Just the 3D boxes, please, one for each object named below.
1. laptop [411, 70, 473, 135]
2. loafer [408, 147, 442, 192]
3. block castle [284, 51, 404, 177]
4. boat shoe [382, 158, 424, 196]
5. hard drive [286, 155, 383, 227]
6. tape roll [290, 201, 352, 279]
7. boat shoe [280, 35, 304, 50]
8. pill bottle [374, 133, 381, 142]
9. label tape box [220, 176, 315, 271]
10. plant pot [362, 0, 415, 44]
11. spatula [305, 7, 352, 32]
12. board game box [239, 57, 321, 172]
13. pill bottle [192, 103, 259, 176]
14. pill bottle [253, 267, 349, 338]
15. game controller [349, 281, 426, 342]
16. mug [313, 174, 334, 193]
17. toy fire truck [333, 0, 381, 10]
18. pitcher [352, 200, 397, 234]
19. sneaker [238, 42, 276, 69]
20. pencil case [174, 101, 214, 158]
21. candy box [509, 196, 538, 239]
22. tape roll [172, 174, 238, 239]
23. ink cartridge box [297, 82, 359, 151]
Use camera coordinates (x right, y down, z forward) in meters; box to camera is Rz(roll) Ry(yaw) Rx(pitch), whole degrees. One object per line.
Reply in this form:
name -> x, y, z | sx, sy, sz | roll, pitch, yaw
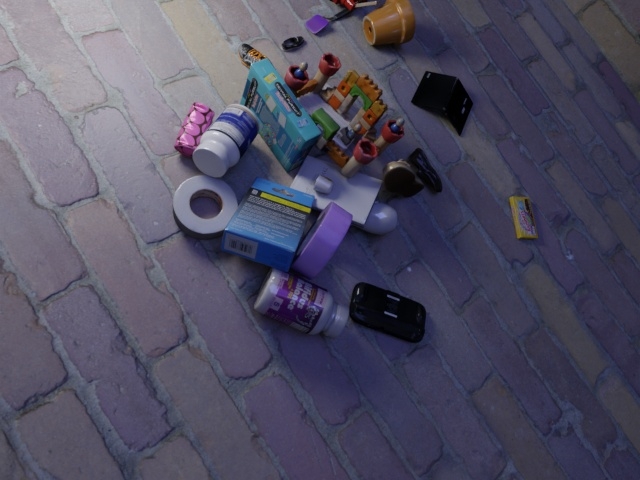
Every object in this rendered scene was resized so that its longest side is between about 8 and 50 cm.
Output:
laptop -> 0.595, -0.666, 2.084 | 0.264, 0.137, 0.234 | 43, 62, -31
loafer -> 0.458, -0.297, 1.892 | 0.078, 0.080, 0.220 | -31, 86, 7
block castle -> 0.090, -0.497, 1.644 | 0.453, 0.213, 0.303 | 47, 50, 3
boat shoe -> 0.317, -0.262, 1.729 | 0.341, 0.122, 0.110 | 16, 48, -63
hard drive -> 0.055, -0.194, 1.661 | 0.319, 0.040, 0.210 | 21, 66, 10
tape roll -> 0.000, 0.000, 1.510 | 0.090, 0.275, 0.274 | 34, 65, -8
boat shoe -> -0.118, -0.865, 1.874 | 0.125, 0.038, 0.046 | -31, 86, -25
pill bottle -> 0.248, -0.422, 1.863 | 0.043, 0.043, 0.083 | 38, 64, -5
label tape box -> -0.173, -0.065, 1.519 | 0.241, 0.106, 0.333 | 19, 40, -1
plant pot -> 0.306, -1.001, 1.997 | 0.188, 0.205, 0.205 | -24, 82, -9
spatula -> 0.054, -1.036, 1.994 | 0.296, 0.030, 0.084 | -36, 71, -28
board game box -> -0.159, -0.457, 1.610 | 0.079, 0.254, 0.336 | -34, 87, -26
pill bottle -> -0.337, -0.357, 1.542 | 0.153, 0.153, 0.264 | 31, 52, -8
pill bottle -> -0.061, 0.222, 1.477 | 0.302, 0.169, 0.169 | 25, 67, -11
game controller -> 0.263, 0.274, 1.647 | 0.319, 0.067, 0.166 | 22, 53, -13
mug -> 0.018, -0.212, 1.615 | 0.064, 0.062, 0.078 | 25, 73, 4
toy fire truck -> 0.185, -1.151, 2.005 | 0.217, 0.158, 0.246 | -38, 87, -26
pitcher -> 0.193, -0.115, 1.706 | 0.207, 0.125, 0.177 | 6, 70, -6
sneaker -> -0.251, -0.733, 1.760 | 0.215, 0.083, 0.084 | 46, 66, 0
pencil case -> -0.455, -0.405, 1.578 | 0.098, 0.095, 0.209 | 6, 69, 19
candy box -> 0.958, -0.106, 2.029 | 0.105, 0.027, 0.205 | 1, 73, -16
tape roll -> -0.405, -0.116, 1.514 | 0.219, 0.072, 0.219 | 6, 72, -17
ink cartridge box -> 0.032, -0.522, 1.805 | 0.296, 0.066, 0.261 | 40, 49, -5
